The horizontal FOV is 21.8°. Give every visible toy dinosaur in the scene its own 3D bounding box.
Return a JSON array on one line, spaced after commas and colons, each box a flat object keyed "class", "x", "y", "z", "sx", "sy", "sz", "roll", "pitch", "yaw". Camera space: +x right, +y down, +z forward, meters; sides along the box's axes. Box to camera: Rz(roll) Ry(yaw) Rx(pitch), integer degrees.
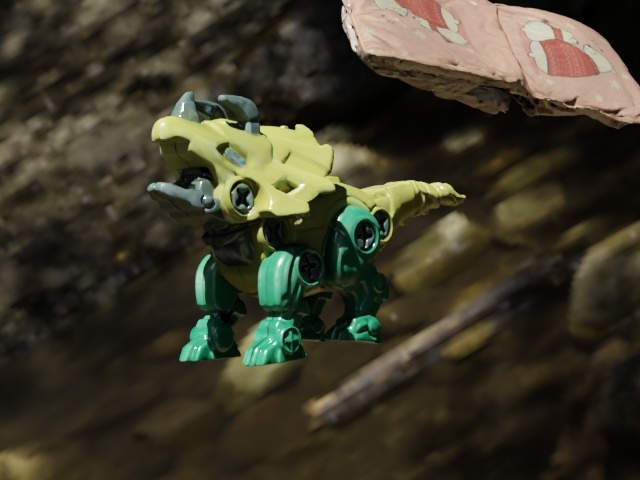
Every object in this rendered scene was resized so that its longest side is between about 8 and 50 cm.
[{"class": "toy dinosaur", "x": 0.000, "y": 0.000, "z": 1.003, "sx": 0.259, "sy": 0.153, "sz": 0.094, "roll": 6, "pitch": -4, "yaw": -44}]

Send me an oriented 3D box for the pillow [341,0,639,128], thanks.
[{"class": "pillow", "x": 0.127, "y": -0.142, "z": 1.262, "sx": 0.049, "sy": 0.248, "sz": 0.135, "roll": -61, "pitch": 29, "yaw": 34}]
